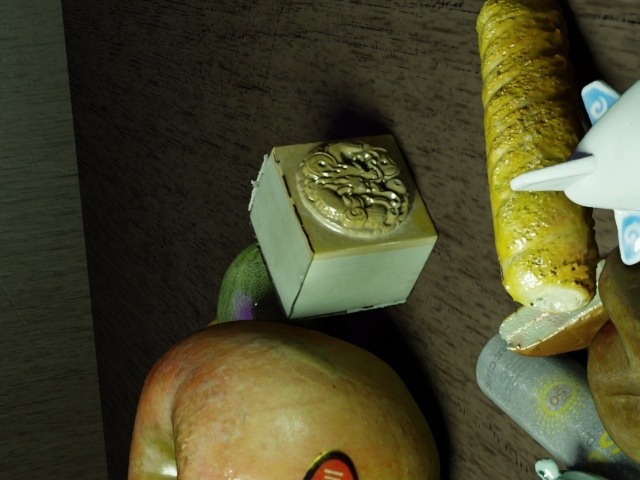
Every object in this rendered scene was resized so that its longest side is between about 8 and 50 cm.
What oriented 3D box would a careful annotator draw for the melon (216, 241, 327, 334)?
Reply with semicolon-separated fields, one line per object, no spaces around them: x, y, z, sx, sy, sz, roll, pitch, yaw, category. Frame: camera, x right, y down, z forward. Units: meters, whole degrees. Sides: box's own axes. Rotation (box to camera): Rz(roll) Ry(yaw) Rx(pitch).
-0.060;0.095;1.664;0.139;0.139;0.192;-144;48;-61;melon

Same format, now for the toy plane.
0.242;-0.073;0.829;0.267;0.122;0.267;11;103;55;toy plane

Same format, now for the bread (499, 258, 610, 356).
0.204;0.063;1.092;0.062;0.109;0.043;38;-153;-50;bread

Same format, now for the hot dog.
0.165;-0.079;1.013;0.068;0.083;0.289;125;150;-52;hot dog

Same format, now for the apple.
-0.032;0.250;1.392;0.338;0.305;0.339;-174;90;-65;apple

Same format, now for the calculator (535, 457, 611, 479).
0.232;0.263;0.985;0.246;0.045;0.141;54;166;3;calculator

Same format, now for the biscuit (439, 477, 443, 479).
0.130;0.369;1.434;0.118;0.029;0.247;173;88;-69;biscuit

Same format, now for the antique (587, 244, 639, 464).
0.260;0.116;0.875;0.257;0.121;0.143;-132;38;-57;antique

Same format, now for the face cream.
0.220;0.154;1.056;0.283;0.073;0.073;-138;44;-58;face cream

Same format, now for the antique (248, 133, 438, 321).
0.020;-0.019;1.396;0.148;0.151;0.147;114;141;-51;antique

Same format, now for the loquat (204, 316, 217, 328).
-0.100;0.166;1.789;0.137;0.163;0.163;-10;-88;-80;loquat
